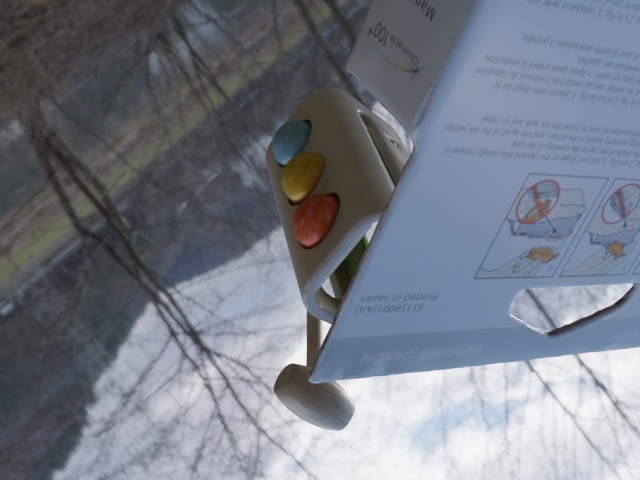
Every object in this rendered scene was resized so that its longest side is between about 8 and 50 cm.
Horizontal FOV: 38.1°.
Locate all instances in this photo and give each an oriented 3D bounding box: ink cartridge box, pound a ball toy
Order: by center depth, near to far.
[{"bbox_3d":[0.134,-0.053,0.406,0.275,0.060,0.239,0,129,-34],"label":"ink cartridge box"},{"bbox_3d":[0.000,0.000,0.920,0.208,0.136,0.319,-50,-152,20],"label":"pound a ball toy"}]
